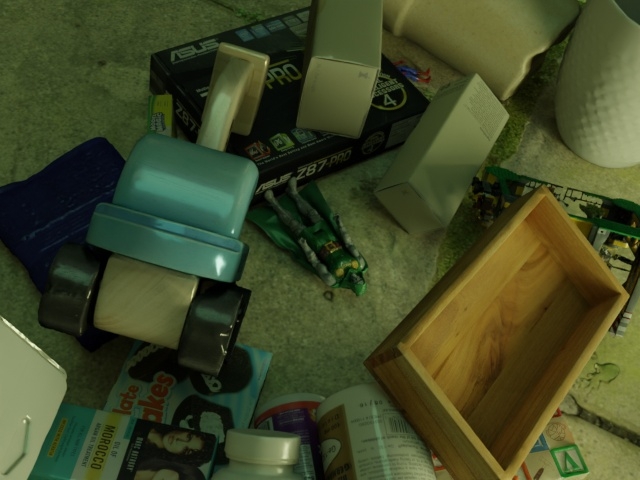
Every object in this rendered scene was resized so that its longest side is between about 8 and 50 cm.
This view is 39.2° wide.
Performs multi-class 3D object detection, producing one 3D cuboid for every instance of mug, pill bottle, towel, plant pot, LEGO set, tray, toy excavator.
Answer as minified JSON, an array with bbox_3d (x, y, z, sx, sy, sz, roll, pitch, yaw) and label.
[{"bbox_3d":[0.571,-0.334,1.632,0.276,0.328,0.374,12,51,-3],"label":"mug"},{"bbox_3d":[0.073,0.293,1.050,0.131,0.131,0.229,-1,54,-13],"label":"pill bottle"},{"bbox_3d":[-0.335,0.002,1.344,0.228,0.076,0.308,-33,66,-24],"label":"towel"},{"bbox_3d":[0.307,-0.441,1.693,0.305,0.334,0.334,43,55,7],"label":"plant pot"},{"bbox_3d":[0.374,0.026,1.444,0.331,0.192,0.255,12,22,-7],"label":"LEGO set"},{"bbox_3d":[0.241,0.110,1.155,0.203,0.076,0.411,52,48,-3],"label":"tray"},{"bbox_3d":[-0.021,0.303,1.148,0.108,0.108,0.193,-2,54,-14],"label":"pill bottle"},{"bbox_3d":[-0.161,-0.077,1.208,0.222,0.433,0.445,18,89,-2],"label":"toy excavator"},{"bbox_3d":[-0.074,0.326,1.030,0.118,0.117,0.208,6,83,-8],"label":"pill bottle"}]

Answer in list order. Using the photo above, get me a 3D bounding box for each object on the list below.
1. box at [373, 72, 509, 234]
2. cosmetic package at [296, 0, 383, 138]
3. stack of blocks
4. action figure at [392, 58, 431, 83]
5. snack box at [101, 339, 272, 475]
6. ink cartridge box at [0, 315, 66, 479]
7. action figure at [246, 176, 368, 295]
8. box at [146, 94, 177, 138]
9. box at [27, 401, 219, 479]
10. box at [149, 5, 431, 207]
[{"bbox_3d":[0.207,-0.147,1.511,0.113,0.094,0.275,48,58,-21],"label":"box"},{"bbox_3d":[0.036,-0.340,1.510,0.113,0.160,0.309,10,50,-5],"label":"cosmetic package"},{"bbox_3d":[0.198,0.314,1.200,0.297,0.087,0.171,-7,54,-17],"label":"stack of blocks"},{"bbox_3d":[0.154,-0.326,1.729,0.115,0.030,0.038,5,57,-6],"label":"action figure"},{"bbox_3d":[-0.195,0.257,1.163,0.187,0.060,0.322,17,46,1],"label":"snack box"},{"bbox_3d":[-0.468,0.223,1.002,0.307,0.129,0.223,-11,44,27],"label":"ink cartridge box"},{"bbox_3d":[0.000,0.000,1.416,0.137,0.063,0.232,-31,63,-19],"label":"action figure"},{"bbox_3d":[-0.253,-0.133,1.438,0.043,0.105,0.179,-4,53,-5],"label":"box"},{"bbox_3d":[-0.250,0.261,1.062,0.244,0.060,0.100,12,47,-1],"label":"box"},{"bbox_3d":[-0.051,-0.251,1.580,0.395,0.097,0.318,-24,59,-29],"label":"box"}]
